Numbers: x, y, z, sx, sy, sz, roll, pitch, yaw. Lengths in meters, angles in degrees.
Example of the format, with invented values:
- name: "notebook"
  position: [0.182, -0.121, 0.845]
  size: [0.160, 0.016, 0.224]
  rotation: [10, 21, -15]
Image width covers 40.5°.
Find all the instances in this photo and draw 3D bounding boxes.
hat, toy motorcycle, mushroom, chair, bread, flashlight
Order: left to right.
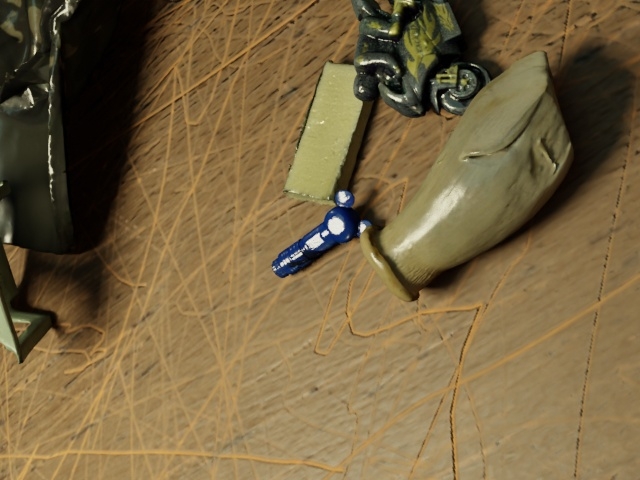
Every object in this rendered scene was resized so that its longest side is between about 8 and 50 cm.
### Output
- name: "chair"
  position: [-0.447, 0.047, 1.061]
  size: [0.274, 0.190, 0.203]
  rotation: [-5, 111, 18]
- name: "hat"
  position: [-0.346, -0.192, 1.138]
  size: [0.366, 0.257, 0.382]
  rotation: [6, 120, 44]
- name: "flashlight"
  position: [0.000, 0.000, 0.884]
  size: [0.121, 0.035, 0.057]
  rotation: [-36, 84, 28]
- name: "bread"
  position: [0.013, -0.112, 0.907]
  size: [0.068, 0.028, 0.154]
  rotation: [14, 85, 37]
- name: "toy motorcycle"
  position: [0.080, -0.188, 0.852]
  size: [0.124, 0.061, 0.193]
  rotation: [-28, 69, 10]
- name: "mushroom"
  position: [0.137, -0.047, 0.760]
  size: [0.108, 0.096, 0.247]
  rotation: [42, 108, 9]
